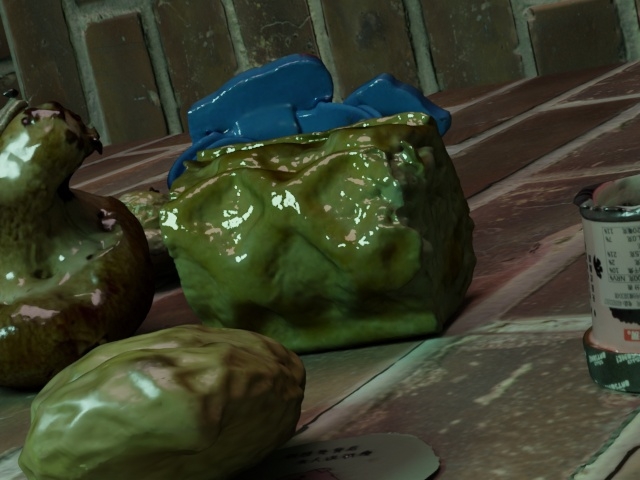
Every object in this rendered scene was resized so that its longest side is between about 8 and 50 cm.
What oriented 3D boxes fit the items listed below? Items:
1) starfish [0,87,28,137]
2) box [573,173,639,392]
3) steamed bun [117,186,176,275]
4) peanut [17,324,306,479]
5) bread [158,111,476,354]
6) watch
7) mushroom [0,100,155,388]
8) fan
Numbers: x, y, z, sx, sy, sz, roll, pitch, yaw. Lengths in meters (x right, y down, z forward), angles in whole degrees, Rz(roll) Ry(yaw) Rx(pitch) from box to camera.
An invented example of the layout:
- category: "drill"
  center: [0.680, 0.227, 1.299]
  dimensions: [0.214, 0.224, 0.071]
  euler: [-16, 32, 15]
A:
- category: "starfish"
  center: [-0.477, -0.019, 1.424]
  dimensions: [0.384, 0.132, 0.398]
  euler: [-33, 0, 11]
- category: "box"
  center: [0.250, 0.021, 1.008]
  dimensions: [0.151, 0.135, 0.151]
  euler: [-14, 12, 3]
- category: "steamed bun"
  center: [-0.171, -0.028, 1.772]
  dimensions: [0.177, 0.106, 0.192]
  euler: [-19, -9, -14]
- category: "peanut"
  center: [-0.102, 0.115, 0.958]
  dimensions: [0.197, 0.110, 0.233]
  euler: [-14, 5, -4]
- category: "bread"
  center: [-0.002, -0.004, 1.283]
  dimensions: [0.252, 0.196, 0.238]
  euler: [-7, 13, 15]
- category: "watch"
  center: [0.003, -0.054, 1.551]
  dimensions: [0.305, 0.241, 0.274]
  euler: [-15, 27, 7]
- category: "mushroom"
  center: [-0.295, 0.016, 1.425]
  dimensions: [0.267, 0.254, 0.267]
  euler: [-20, 2, 1]
- category: "fan"
  center: [-0.025, 0.170, 0.876]
  dimensions: [0.182, 0.010, 0.310]
  euler: [-11, 9, 15]
